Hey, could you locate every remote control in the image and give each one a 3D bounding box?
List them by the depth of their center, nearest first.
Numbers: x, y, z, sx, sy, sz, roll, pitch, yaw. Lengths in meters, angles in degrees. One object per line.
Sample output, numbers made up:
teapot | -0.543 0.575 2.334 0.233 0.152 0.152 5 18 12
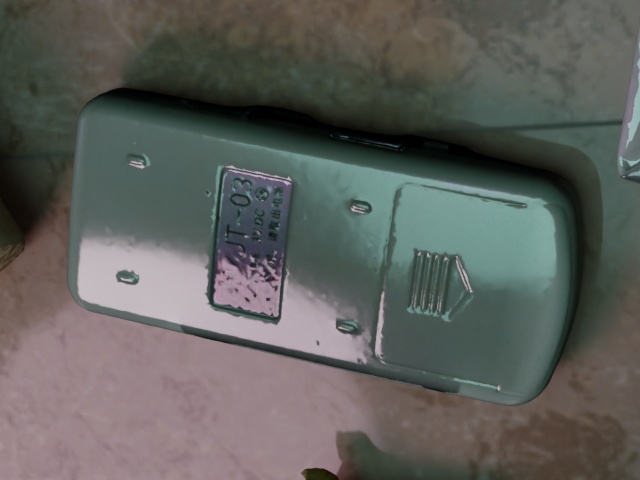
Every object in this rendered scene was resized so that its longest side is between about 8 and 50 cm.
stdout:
remote control | 0.000 0.000 1.066 0.296 0.056 0.140 11 111 15

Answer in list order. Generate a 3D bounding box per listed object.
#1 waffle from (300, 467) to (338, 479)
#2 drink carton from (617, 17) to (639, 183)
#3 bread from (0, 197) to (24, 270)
waffle | 0.052 0.264 1.131 0.254 0.052 0.245 23 111 11
drink carton | 0.223 -0.178 0.892 0.106 0.130 0.315 12 109 17
bread | -0.268 -0.018 1.116 0.148 0.134 0.141 -32 89 13
